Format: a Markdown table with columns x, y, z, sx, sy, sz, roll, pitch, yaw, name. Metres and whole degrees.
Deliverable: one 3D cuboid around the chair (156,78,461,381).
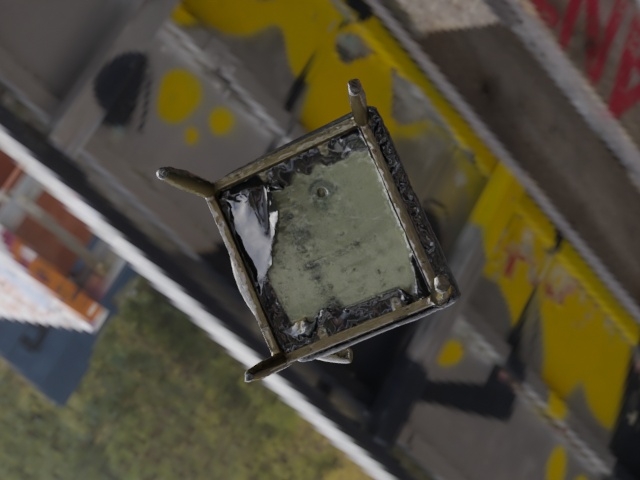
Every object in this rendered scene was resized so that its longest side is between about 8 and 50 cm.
| x | y | z | sx | sy | sz | roll | pitch | yaw | name |
| --- | --- | --- | --- | --- | --- | --- | --- | --- | --- |
| 0.000 | 0.000 | 1.116 | 0.272 | 0.166 | 0.188 | 54 | -167 | -84 | chair |
